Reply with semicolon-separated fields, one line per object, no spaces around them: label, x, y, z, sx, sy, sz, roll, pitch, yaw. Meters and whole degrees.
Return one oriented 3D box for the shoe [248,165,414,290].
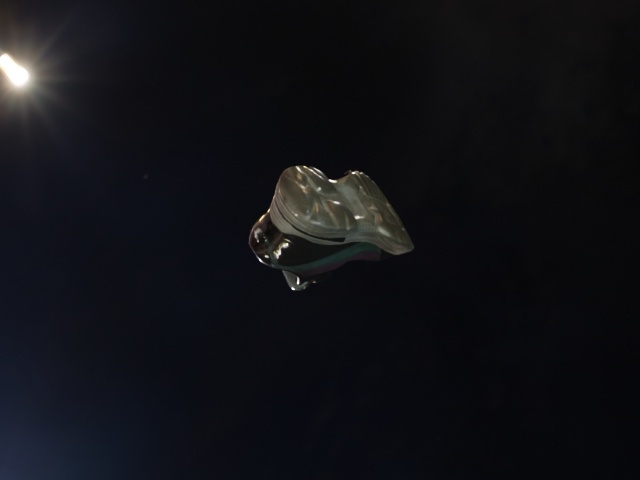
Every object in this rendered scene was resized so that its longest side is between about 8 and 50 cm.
shoe;0.000;0.000;0.689;0.099;0.169;0.071;-43;-117;24
